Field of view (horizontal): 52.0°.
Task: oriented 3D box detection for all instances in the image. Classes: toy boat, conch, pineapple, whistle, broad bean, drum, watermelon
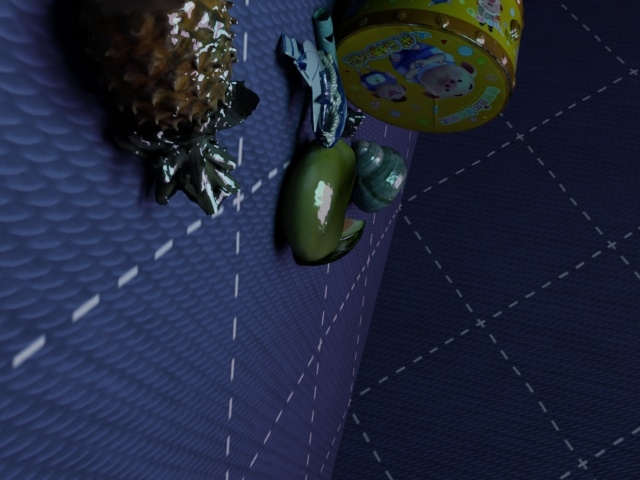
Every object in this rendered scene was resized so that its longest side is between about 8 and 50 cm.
[{"bbox_3d":[-0.007,-0.283,1.277,0.291,0.070,0.210,-31,111,-73],"label":"toy boat"},{"bbox_3d":[0.168,-0.190,1.967,0.220,0.195,0.277,-93,157,-46],"label":"conch"},{"bbox_3d":[-0.144,-0.148,0.707,0.170,0.141,0.310,-32,151,-19],"label":"pineapple"},{"bbox_3d":[0.014,-0.408,1.389,0.186,0.039,0.039,77,28,-62],"label":"whistle"},{"bbox_3d":[-0.001,-0.097,1.408,0.238,0.119,0.291,70,33,-63],"label":"broad bean"},{"bbox_3d":[0.237,-0.440,1.491,0.431,0.431,0.214,67,36,-67],"label":"drum"},{"bbox_3d":[0.008,0.018,1.584,0.137,0.193,0.145,51,-32,44],"label":"watermelon"}]

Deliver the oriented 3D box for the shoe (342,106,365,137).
[{"bbox_3d":[0.057,-0.290,1.534,0.169,0.099,0.071,70,37,-65],"label":"shoe"}]
